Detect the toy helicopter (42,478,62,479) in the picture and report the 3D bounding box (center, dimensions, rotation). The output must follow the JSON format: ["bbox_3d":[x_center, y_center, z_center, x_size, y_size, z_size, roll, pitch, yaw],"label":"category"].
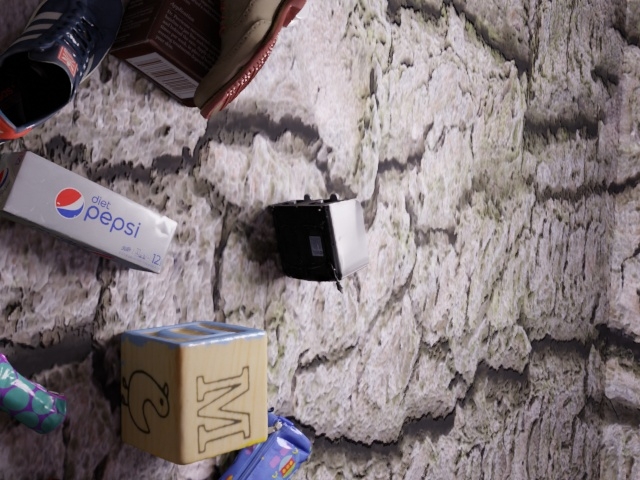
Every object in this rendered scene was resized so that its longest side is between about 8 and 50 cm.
[{"bbox_3d":[-0.445,0.551,1.105,0.355,0.140,0.235,-43,100,-16],"label":"toy helicopter"}]

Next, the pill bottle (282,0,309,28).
[{"bbox_3d":[-0.081,-0.443,1.442,0.067,0.120,0.067,-2,93,-45],"label":"pill bottle"}]

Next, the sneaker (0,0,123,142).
[{"bbox_3d":[-0.392,-0.273,1.119,0.131,0.148,0.350,49,59,-35],"label":"sneaker"}]

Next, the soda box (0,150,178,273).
[{"bbox_3d":[-0.375,-0.040,1.187,0.286,0.091,0.098,28,74,-42],"label":"soda box"}]

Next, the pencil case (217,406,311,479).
[{"bbox_3d":[-0.141,0.466,1.426,0.306,0.119,0.133,-48,147,-33],"label":"pencil case"}]

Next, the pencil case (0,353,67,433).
[{"bbox_3d":[-0.459,0.231,1.135,0.070,0.064,0.151,-50,127,-12],"label":"pencil case"}]

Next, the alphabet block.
[{"bbox_3d":[-0.218,0.253,1.293,0.194,0.192,0.197,-2,93,-43],"label":"alphabet block"}]

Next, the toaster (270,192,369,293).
[{"bbox_3d":[0.000,0.000,1.512,0.110,0.168,0.185,-22,106,-43],"label":"toaster"}]

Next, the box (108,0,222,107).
[{"bbox_3d":[-0.200,-0.448,1.312,0.191,0.143,0.381,33,71,-41],"label":"box"}]

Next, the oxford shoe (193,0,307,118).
[{"bbox_3d":[-0.131,-0.355,1.236,0.130,0.123,0.348,35,67,-13],"label":"oxford shoe"}]
